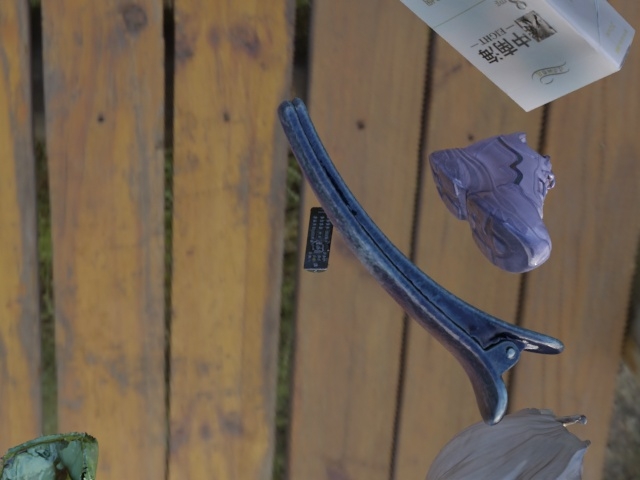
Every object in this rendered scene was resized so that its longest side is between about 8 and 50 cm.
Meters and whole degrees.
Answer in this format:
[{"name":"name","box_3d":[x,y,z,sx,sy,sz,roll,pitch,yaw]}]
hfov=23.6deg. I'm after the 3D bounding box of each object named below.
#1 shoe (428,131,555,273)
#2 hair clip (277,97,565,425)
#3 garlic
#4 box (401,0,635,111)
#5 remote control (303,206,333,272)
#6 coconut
[{"name":"shoe","box_3d":[0.241,-0.056,1.898,0.137,0.245,0.095,-26,129,-9]},{"name":"hair clip","box_3d":[0.058,0.009,1.106,0.275,0.048,0.083,46,76,-6]},{"name":"garlic","box_3d":[0.150,0.230,1.291,0.142,0.229,0.178,5,106,1]},{"name":"box","box_3d":[0.201,-0.255,1.656,0.243,0.067,0.155,39,148,-22]},{"name":"remote control","box_3d":[0.000,0.000,1.774,0.034,0.091,0.016,1,143,9]},{"name":"coconut","box_3d":[-0.237,0.219,1.342,0.133,0.158,0.055,-33,113,17]}]
